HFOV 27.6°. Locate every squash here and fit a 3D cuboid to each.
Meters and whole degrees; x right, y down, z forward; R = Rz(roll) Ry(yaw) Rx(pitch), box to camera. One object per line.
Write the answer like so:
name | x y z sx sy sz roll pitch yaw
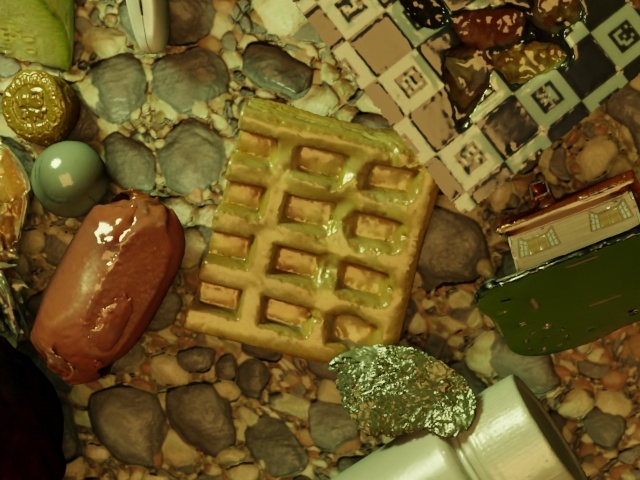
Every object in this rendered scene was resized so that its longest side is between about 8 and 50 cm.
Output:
squash | -0.423 -0.373 1.746 0.237 0.155 0.204 15 139 -4

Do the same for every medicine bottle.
medicine bottle | 0.155 0.354 1.739 0.371 0.211 0.211 -33 96 10

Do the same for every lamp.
lamp | -0.337 -0.083 1.753 0.105 0.105 0.105 1 101 5

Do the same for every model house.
model house | 0.352 0.014 1.713 0.294 0.154 0.207 -21 141 17

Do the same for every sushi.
sushi | 0.205 -0.277 1.690 0.343 0.064 0.359 -39 91 1

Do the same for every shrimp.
shrimp | -0.448 -0.021 1.772 0.164 0.062 0.316 -30 82 21

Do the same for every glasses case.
glasses case | -0.232 -0.342 1.710 0.049 0.074 0.193 -7 99 9

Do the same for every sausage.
sausage | -0.285 0.061 1.749 0.152 0.152 0.279 30 102 -1

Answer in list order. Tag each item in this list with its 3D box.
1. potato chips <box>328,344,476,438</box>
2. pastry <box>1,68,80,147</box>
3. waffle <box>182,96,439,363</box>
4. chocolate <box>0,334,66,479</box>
potato chips | 0.102 0.203 1.704 0.209 0.026 0.142 38 93 26
pastry | -0.378 -0.180 1.764 0.097 0.057 0.109 -20 96 14
waffle | 0.000 0.000 1.752 0.304 0.077 0.348 14 103 -1
chocolate | -0.516 0.266 1.735 0.331 0.383 0.383 -45 94 -5
